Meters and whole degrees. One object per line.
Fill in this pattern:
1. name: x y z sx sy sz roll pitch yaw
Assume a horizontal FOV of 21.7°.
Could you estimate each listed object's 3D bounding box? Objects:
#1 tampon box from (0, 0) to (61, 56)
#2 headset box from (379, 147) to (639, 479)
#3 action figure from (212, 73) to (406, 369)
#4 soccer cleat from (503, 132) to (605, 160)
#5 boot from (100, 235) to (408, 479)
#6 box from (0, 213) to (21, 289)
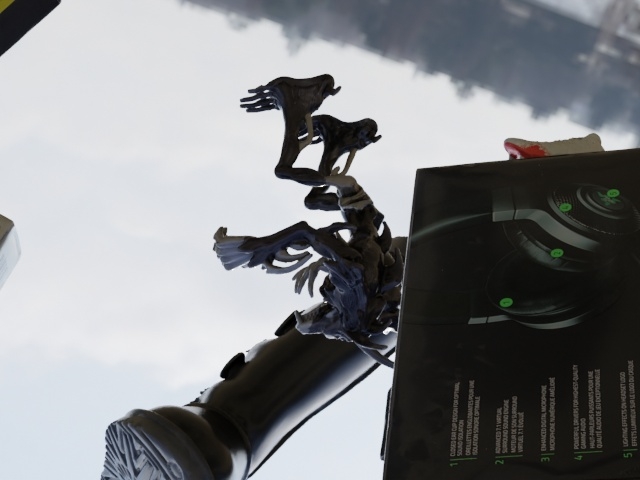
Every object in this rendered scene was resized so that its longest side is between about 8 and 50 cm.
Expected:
1. tampon box: -0.210 -0.115 0.665 0.161 0.120 0.101 27 154 37
2. headset box: 0.167 0.074 0.843 0.283 0.131 0.246 -5 -141 11
3. action figure: 0.000 0.000 1.445 0.164 0.141 0.275 37 -145 -50
4. soccer cleat: 0.145 -0.049 0.965 0.083 0.035 0.029 21 177 -14
5. boot: -0.026 0.152 1.871 0.146 0.445 0.367 56 159 2
6. box: -0.425 -0.029 1.573 0.275 0.094 0.113 29 161 3
